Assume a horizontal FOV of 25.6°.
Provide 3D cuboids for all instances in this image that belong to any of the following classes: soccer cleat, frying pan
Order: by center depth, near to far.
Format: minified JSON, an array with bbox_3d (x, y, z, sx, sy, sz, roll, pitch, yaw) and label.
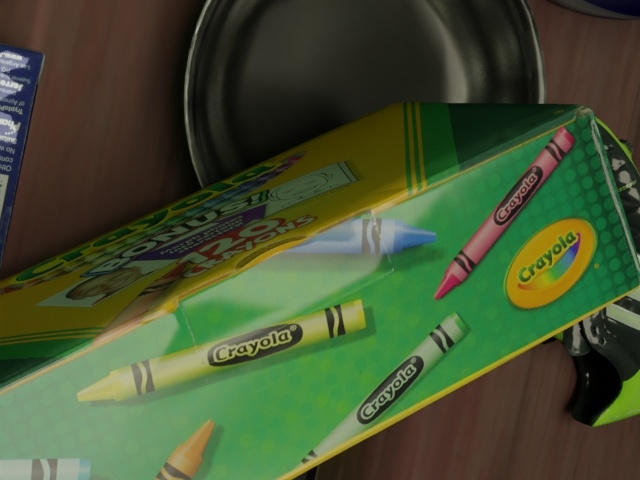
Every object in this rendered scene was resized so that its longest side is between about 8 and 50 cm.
[{"bbox_3d":[0.027,-0.007,0.704,0.197,0.053,0.326,-9,103,-24],"label":"frying pan"},{"bbox_3d":[0.150,0.020,0.766,0.072,0.060,0.179,-24,109,-21],"label":"soccer cleat"}]

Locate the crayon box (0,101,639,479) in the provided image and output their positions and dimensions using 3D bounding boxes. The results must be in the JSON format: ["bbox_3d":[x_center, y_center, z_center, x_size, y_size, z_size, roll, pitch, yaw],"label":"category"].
[{"bbox_3d":[-0.035,0.032,0.566,0.278,0.165,0.081,-26,105,-19],"label":"crayon box"}]

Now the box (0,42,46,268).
[{"bbox_3d":[-0.207,0.016,0.597,0.136,0.036,0.225,11,91,-27],"label":"box"}]

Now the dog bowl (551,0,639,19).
[{"bbox_3d":[0.189,-0.248,0.724,0.265,0.104,0.264,-4,98,-27],"label":"dog bowl"}]
